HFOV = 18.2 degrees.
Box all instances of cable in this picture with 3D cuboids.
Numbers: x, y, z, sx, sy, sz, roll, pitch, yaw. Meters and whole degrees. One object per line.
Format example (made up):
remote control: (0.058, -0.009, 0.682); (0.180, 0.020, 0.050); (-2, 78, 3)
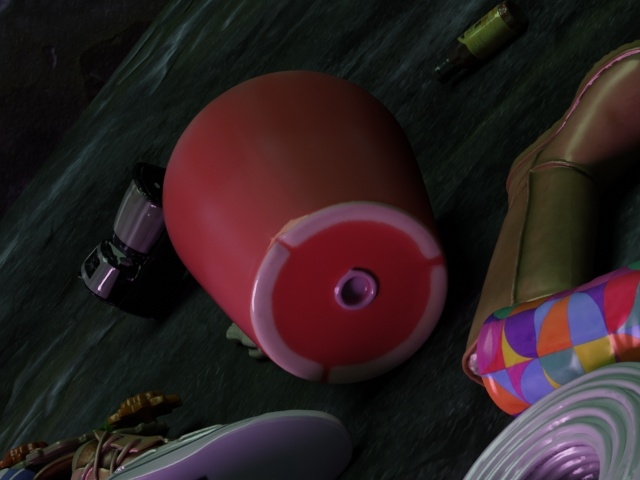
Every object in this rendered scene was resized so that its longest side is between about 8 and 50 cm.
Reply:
cable: (0.171, 0.200, 1.367); (0.257, 0.089, 0.257); (-22, 31, 55)

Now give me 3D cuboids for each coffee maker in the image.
coffee maker: (-0.204, 0.012, 2.607); (0.178, 0.171, 0.120); (-59, 5, 26)

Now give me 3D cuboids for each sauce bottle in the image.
sauce bottle: (0.182, -0.229, 2.327); (0.128, 0.042, 0.042); (-37, 21, 28)

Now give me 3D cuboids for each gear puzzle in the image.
gear puzzle: (-0.283, 0.230, 2.305); (0.175, 0.044, 0.339); (-6, -18, -43)

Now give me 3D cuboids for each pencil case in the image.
pencil case: (0.222, 0.073, 1.512); (0.236, 0.104, 0.104); (-20, 33, 53)

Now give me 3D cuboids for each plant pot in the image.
plant pot: (0.000, 0.000, 1.958); (0.275, 0.275, 0.243); (-46, 28, 8)

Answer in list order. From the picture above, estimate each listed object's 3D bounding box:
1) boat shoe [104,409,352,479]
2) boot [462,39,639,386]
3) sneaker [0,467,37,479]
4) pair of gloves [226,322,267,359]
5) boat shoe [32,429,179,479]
boat shoe: (-0.095, 0.208, 1.878); (0.258, 0.095, 0.084); (-15, 18, 5)
boot: (0.227, -0.023, 1.725); (0.236, 0.089, 0.269); (-51, 12, 37)
sneaker: (-0.320, 0.384, 2.133); (0.182, 0.127, 0.315); (-26, 33, 40)
pair of gloves: (-0.012, 0.030, 2.248); (0.240, 0.042, 0.204); (-49, 17, -5)
boat shoe: (-0.205, 0.258, 2.057); (0.324, 0.120, 0.122); (-26, 28, 52)
